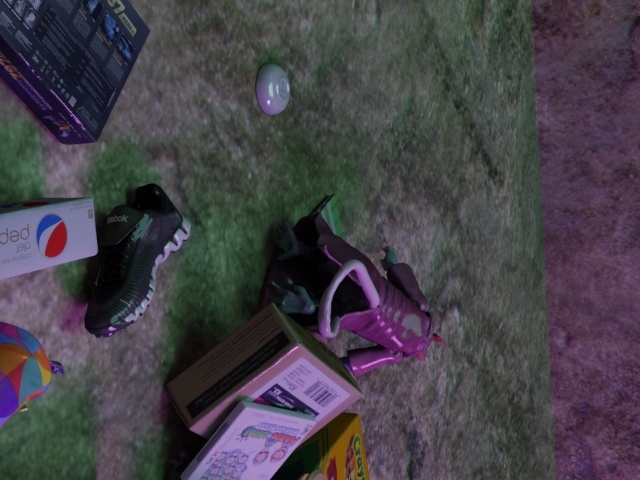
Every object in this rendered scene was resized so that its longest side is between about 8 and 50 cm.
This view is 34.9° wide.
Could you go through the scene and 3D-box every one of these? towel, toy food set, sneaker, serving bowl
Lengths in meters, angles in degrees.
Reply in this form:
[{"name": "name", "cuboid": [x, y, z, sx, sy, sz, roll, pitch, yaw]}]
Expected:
[{"name": "towel", "cuboid": [0.000, 0.000, 1.776, 0.152, 0.023, 0.113, -52, 137, -52]}, {"name": "toy food set", "cuboid": [-0.011, 0.399, 1.590, 0.083, 0.020, 0.082, -10, 100, -62]}, {"name": "sneaker", "cuboid": [-0.240, 0.014, 1.258, 0.106, 0.078, 0.234, 67, 32, -34]}, {"name": "serving bowl", "cuboid": [-0.070, -0.241, 1.621, 0.083, 0.027, 0.083, 0, 90, -63]}]

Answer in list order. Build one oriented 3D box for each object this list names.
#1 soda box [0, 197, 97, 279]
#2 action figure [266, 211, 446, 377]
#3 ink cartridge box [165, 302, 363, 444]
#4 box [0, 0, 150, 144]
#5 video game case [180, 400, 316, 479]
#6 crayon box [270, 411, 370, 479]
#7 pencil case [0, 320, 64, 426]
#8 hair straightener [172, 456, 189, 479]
[{"name": "soda box", "cuboid": [-0.333, 0.000, 1.075, 0.216, 0.074, 0.069, -20, 108, -61]}, {"name": "action figure", "cuboid": [0.091, 0.097, 1.664, 0.370, 0.276, 0.248, 30, 76, -31]}, {"name": "ink cartridge box", "cuboid": [-0.073, 0.214, 1.452, 0.193, 0.088, 0.235, -40, 144, 4]}, {"name": "box", "cuboid": [-0.301, -0.249, 1.145, 0.232, 0.059, 0.183, 55, 45, -47]}, {"name": "video game case", "cuboid": [-0.097, 0.289, 1.413, 0.143, 0.019, 0.157, -52, 141, 12]}, {"name": "crayon box", "cuboid": [0.004, 0.429, 1.729, 0.318, 0.081, 0.202, -42, 127, -55]}, {"name": "pencil case", "cuboid": [-0.363, 0.175, 1.003, 0.236, 0.105, 0.104, -46, 130, -51]}, {"name": "hair straightener", "cuboid": [-0.196, 0.346, 1.402, 0.230, 0.047, 0.089, -29, 99, -53]}]
